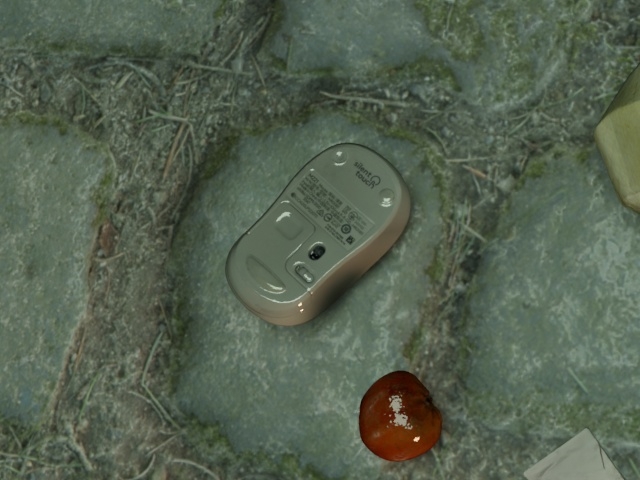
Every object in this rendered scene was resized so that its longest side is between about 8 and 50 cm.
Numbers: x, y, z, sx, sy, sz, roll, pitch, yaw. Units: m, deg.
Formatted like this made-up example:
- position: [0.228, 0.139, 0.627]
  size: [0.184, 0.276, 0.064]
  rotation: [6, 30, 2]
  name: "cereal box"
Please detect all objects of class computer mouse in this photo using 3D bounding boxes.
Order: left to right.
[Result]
- position: [0.000, 0.000, 2.042]
  size: [0.184, 0.121, 0.297]
  rotation: [37, 78, 22]
  name: "computer mouse"

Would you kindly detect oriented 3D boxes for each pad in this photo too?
- position: [0.376, 0.364, 1.911]
  size: [0.113, 0.006, 0.188]
  rotation: [-38, 69, 8]
  name: "pad"

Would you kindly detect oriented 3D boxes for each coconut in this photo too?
- position: [0.476, -0.145, 1.880]
  size: [0.202, 0.202, 0.222]
  rotation: [-20, 76, 13]
  name: "coconut"

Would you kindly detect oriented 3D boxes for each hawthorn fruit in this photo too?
- position: [0.108, 0.248, 1.963]
  size: [0.128, 0.128, 0.128]
  rotation: [-3, 78, 17]
  name: "hawthorn fruit"
